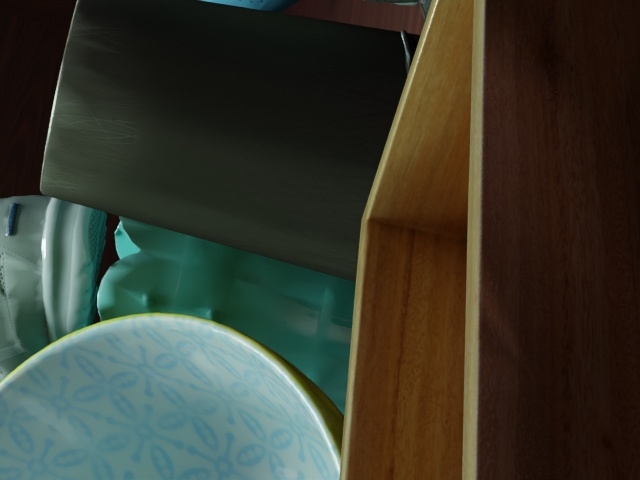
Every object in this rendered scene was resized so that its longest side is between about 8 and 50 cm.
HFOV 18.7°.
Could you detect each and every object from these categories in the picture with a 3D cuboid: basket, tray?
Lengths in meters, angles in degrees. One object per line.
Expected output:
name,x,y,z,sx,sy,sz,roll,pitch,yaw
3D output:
basket,-0.041,-0.066,1.142,0.204,0.226,0.154,-94,17,-73
tray,0.058,0.065,0.635,0.411,0.076,0.203,-85,9,-47

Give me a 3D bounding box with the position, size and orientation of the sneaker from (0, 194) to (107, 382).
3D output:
sneaker,-0.219,0.051,1.369,0.281,0.115,0.105,107,172,-50

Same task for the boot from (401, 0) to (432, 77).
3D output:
boot,0.086,-0.157,0.867,0.229,0.091,0.263,-92,10,-48

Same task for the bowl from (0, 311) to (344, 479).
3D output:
bowl,-0.059,0.192,0.958,0.156,0.289,0.290,29,-113,-50

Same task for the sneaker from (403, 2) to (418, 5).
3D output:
sneaker,0.017,-0.238,1.312,0.235,0.153,0.094,134,147,-80

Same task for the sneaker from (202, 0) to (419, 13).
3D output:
sneaker,0.002,-0.188,1.141,0.319,0.127,0.208,-48,33,42

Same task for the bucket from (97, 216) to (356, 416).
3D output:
bucket,-0.062,0.058,1.318,0.281,0.183,0.281,-167,90,-84
